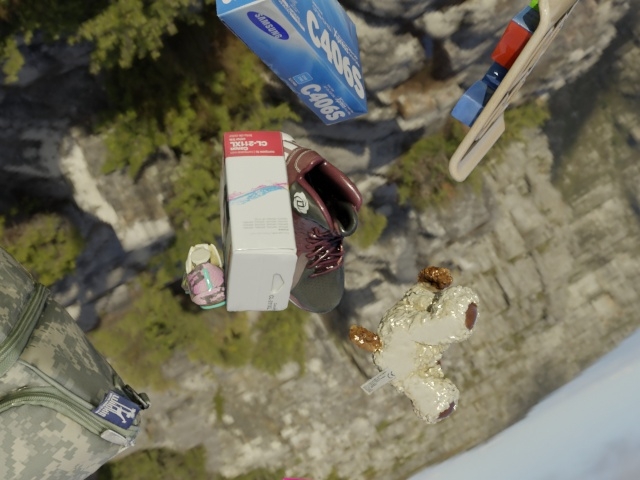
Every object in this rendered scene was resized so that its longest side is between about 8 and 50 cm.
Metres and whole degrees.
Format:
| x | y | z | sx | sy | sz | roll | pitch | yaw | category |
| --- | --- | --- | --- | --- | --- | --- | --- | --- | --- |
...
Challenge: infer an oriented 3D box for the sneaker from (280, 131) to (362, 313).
| x | y | z | sx | sy | sz | roll | pitch | yaw | category |
| --- | --- | --- | --- | --- | --- | --- | --- | --- | --- |
| 0.000 | 0.000 | 1.186 | 0.106 | 0.162 | 0.281 | -35 | 123 | -24 | sneaker |

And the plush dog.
| x | y | z | sx | sy | sz | roll | pitch | yaw | category |
| --- | --- | --- | --- | --- | --- | --- | --- | --- | --- |
| 0.176 | 0.168 | 1.636 | 0.225 | 0.211 | 0.262 | -41 | 143 | -67 | plush dog |

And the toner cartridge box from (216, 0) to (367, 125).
| x | y | z | sx | sy | sz | roll | pitch | yaw | category |
| --- | --- | --- | --- | --- | --- | --- | --- | --- | --- |
| -0.035 | -0.308 | 1.263 | 0.075 | 0.165 | 0.348 | -16 | 159 | 19 | toner cartridge box |

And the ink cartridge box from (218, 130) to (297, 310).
| x | y | z | sx | sy | sz | roll | pitch | yaw | category |
| --- | --- | --- | --- | --- | --- | --- | --- | --- | --- |
| -0.077 | -0.022 | 1.050 | 0.072 | 0.175 | 0.127 | -1 | 143 | -10 | ink cartridge box |

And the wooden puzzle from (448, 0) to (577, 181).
| x | y | z | sx | sy | sz | roll | pitch | yaw | category |
| --- | --- | --- | --- | --- | --- | --- | --- | --- | --- |
| 0.335 | -0.307 | 1.592 | 0.322 | 0.080 | 0.347 | -45 | 164 | -53 | wooden puzzle |

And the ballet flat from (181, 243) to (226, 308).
| x | y | z | sx | sy | sz | roll | pitch | yaw | category |
| --- | --- | --- | --- | --- | --- | --- | --- | --- | --- |
| -0.167 | 0.046 | 1.301 | 0.077 | 0.079 | 0.221 | -13 | -174 | -9 | ballet flat |

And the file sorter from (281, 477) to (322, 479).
| x | y | z | sx | sy | sz | roll | pitch | yaw | category |
| --- | --- | --- | --- | --- | --- | --- | --- | --- | --- |
| 0.021 | 0.562 | 1.610 | 0.291 | 0.202 | 0.182 | 14 | 139 | -33 | file sorter |

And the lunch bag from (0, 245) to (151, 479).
| x | y | z | sx | sy | sz | roll | pitch | yaw | category |
| --- | --- | --- | --- | --- | --- | --- | --- | --- | --- |
| -0.356 | 0.178 | 0.876 | 0.305 | 0.256 | 0.212 | -40 | -160 | 3 | lunch bag |
